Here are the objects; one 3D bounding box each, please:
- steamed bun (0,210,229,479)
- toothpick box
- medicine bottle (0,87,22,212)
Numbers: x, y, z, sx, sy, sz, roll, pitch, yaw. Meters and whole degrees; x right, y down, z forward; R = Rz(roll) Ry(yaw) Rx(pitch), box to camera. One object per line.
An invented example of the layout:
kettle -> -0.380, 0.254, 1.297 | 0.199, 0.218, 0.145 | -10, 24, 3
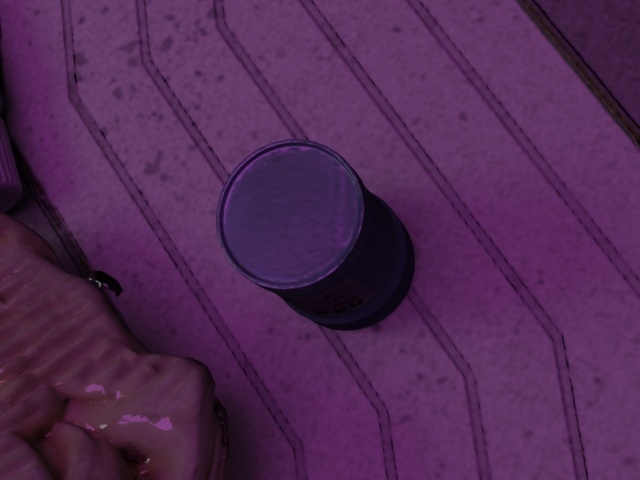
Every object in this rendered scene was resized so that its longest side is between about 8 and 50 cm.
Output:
steamed bun -> -0.241, 0.167, 0.926 | 0.346, 0.237, 0.394 | 4, 41, -9
toothpick box -> 0.000, 0.000, 0.938 | 0.101, 0.153, 0.101 | -4, 75, 16
medicine bottle -> -0.294, -0.115, 1.092 | 0.083, 0.083, 0.203 | -25, 72, 9
